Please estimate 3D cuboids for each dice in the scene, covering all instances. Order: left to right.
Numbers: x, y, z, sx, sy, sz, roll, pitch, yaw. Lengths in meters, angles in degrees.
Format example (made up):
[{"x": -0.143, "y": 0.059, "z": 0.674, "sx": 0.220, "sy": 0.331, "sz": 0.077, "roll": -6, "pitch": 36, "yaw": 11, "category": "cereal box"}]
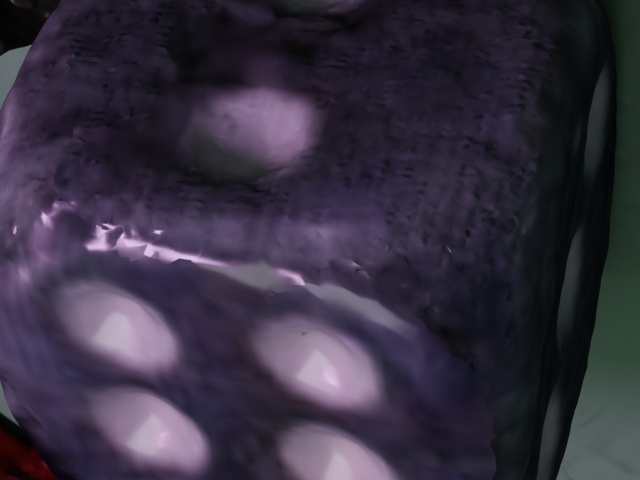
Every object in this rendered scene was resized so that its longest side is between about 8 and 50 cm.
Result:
[{"x": 0.000, "y": 0.000, "z": 0.598, "sx": 0.181, "sy": 0.183, "sz": 0.182, "roll": 7, "pitch": 137, "yaw": 16, "category": "dice"}]

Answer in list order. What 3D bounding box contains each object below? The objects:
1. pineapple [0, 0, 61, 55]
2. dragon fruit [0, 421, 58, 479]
[{"x": -0.172, "y": -0.181, "z": 0.519, "sx": 0.202, "sy": 0.202, "sz": 0.362, "roll": 3, "pitch": 153, "yaw": 22, "category": "pineapple"}, {"x": -0.236, "y": 0.274, "z": 0.938, "sx": 0.228, "sy": 0.286, "sz": 0.329, "roll": 21, "pitch": 146, "yaw": -1, "category": "dragon fruit"}]
